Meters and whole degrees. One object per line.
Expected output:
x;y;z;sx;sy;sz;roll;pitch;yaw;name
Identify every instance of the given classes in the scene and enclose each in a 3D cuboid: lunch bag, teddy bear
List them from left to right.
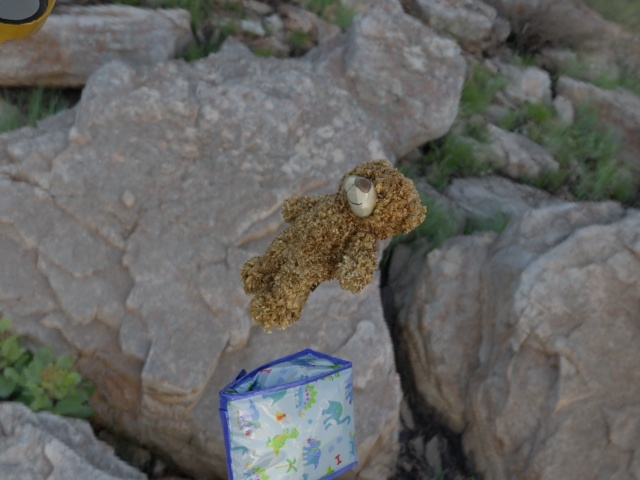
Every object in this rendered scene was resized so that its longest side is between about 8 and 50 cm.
-0.041;0.201;0.915;0.151;0.128;0.096;-16;16;-41;lunch bag
0.000;0.000;1.343;0.113;0.338;0.245;44;31;-32;teddy bear

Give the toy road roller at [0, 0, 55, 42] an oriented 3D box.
-0.492;-0.347;1.035;0.330;0.240;0.202;10;60;-31;toy road roller
